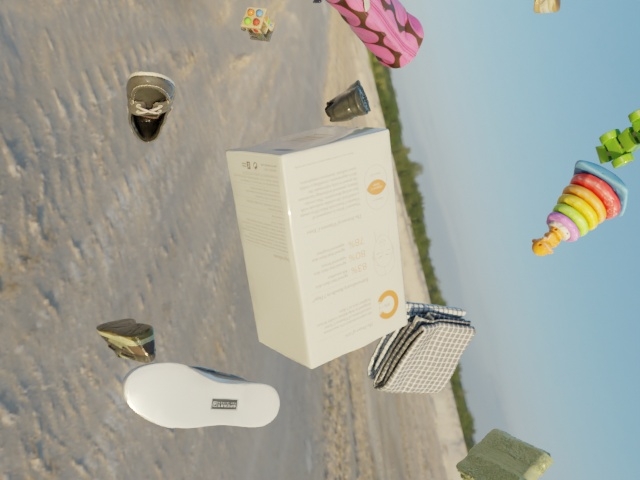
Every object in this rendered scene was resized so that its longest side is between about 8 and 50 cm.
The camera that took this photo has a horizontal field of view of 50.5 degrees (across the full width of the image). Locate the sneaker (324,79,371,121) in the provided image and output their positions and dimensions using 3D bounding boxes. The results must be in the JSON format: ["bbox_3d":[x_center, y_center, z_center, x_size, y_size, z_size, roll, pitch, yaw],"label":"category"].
[{"bbox_3d":[0.080,-0.421,2.087,0.286,0.130,0.109,-55,123,-74],"label":"sneaker"}]

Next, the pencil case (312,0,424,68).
[{"bbox_3d":[0.069,-0.309,0.908,0.098,0.095,0.209,40,9,34],"label":"pencil case"}]

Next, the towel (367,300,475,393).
[{"bbox_3d":[0.295,0.321,1.963,0.284,0.235,0.121,-64,-147,25],"label":"towel"}]

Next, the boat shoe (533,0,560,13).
[{"bbox_3d":[0.477,-0.569,1.450,0.063,0.059,0.170,8,82,-56],"label":"boat shoe"}]

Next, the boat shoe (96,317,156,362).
[{"bbox_3d":[-0.390,0.203,1.363,0.223,0.080,0.073,-1,-78,55],"label":"boat shoe"}]

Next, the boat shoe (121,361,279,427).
[{"bbox_3d":[-0.221,0.273,1.219,0.301,0.102,0.108,14,83,-35],"label":"boat shoe"}]

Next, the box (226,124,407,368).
[{"bbox_3d":[0.000,0.000,1.129,0.168,0.215,0.345,15,-62,52],"label":"box"}]

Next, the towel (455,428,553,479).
[{"bbox_3d":[0.293,0.361,1.093,0.027,0.110,0.148,53,-18,-19],"label":"towel"}]

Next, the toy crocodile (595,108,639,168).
[{"bbox_3d":[0.955,-0.314,2.052,0.115,0.105,0.340,67,-22,12],"label":"toy crocodile"}]

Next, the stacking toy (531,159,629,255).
[{"bbox_3d":[0.705,-0.060,1.908,0.175,0.302,0.166,40,-13,31],"label":"stacking toy"}]

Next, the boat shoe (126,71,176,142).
[{"bbox_3d":[-0.402,-0.310,1.612,0.335,0.112,0.095,164,-75,-75],"label":"boat shoe"}]

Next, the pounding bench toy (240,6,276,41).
[{"bbox_3d":[-0.159,-0.507,1.582,0.065,0.083,0.052,39,66,-65],"label":"pounding bench toy"}]
